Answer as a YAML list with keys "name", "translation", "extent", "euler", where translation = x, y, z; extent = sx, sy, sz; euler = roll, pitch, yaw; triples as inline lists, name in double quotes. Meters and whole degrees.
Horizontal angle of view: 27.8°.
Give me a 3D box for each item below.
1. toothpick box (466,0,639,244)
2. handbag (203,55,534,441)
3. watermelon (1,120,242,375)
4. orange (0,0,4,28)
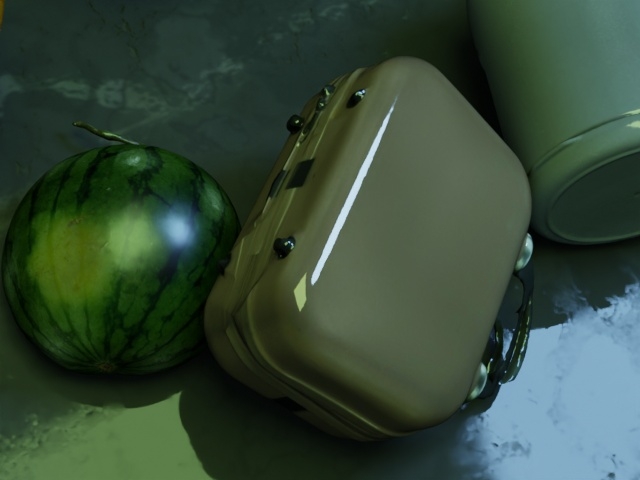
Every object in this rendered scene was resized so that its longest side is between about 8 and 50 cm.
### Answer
- name: "toothpick box"
  translation: [0.261, -0.182, 1.219]
  extent: [0.229, 0.229, 0.316]
  euler: [-4, 63, -15]
- name: "handbag"
  translation: [0.069, 0.029, 1.092]
  extent: [0.283, 0.149, 0.302]
  euler: [38, 56, -22]
- name: "watermelon"
  translation: [-0.158, -0.004, 1.088]
  extent: [0.204, 0.127, 0.232]
  euler: [23, 56, -1]
- name: "orange"
  translation: [-0.411, -0.203, 1.041]
  extent: [0.312, 0.312, 0.312]
  euler: [5, 61, -10]
